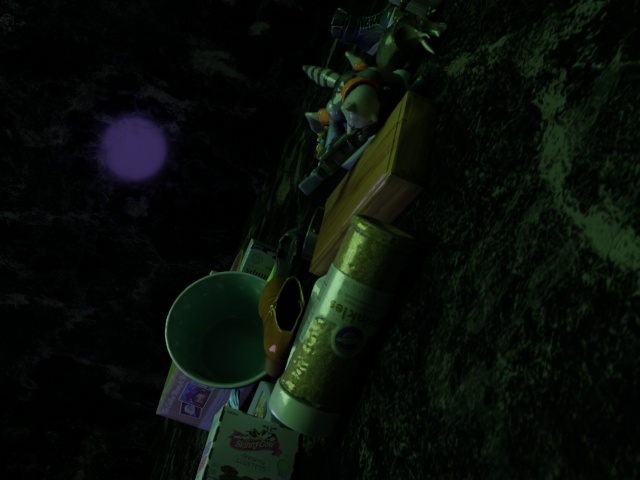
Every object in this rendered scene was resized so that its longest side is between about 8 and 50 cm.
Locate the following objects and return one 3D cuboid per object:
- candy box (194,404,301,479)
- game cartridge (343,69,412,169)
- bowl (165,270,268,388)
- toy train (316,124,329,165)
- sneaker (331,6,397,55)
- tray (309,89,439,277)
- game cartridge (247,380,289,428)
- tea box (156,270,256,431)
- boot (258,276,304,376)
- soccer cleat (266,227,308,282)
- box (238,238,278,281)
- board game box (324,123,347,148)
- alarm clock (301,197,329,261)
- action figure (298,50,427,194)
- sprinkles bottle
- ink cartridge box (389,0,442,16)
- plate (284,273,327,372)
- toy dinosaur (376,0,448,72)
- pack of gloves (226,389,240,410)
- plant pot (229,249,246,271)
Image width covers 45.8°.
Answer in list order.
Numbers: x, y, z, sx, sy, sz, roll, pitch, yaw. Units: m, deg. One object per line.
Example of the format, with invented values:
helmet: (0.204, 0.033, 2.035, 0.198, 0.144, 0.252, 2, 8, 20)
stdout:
candy box: (-0.138, 0.426, 1.394, 0.070, 0.164, 0.196, 127, 161, -51)
game cartridge: (0.121, -0.265, 1.776, 0.198, 0.062, 0.297, -66, 11, -12)
bowl: (-0.224, 0.252, 1.917, 0.163, 0.311, 0.312, 90, -167, -59)
toy train: (0.017, -0.302, 2.364, 0.125, 0.046, 0.166, 79, -168, -59)
sneaker: (0.121, -0.622, 2.167, 0.086, 0.163, 0.226, -70, 13, -19)
tray: (0.096, -0.094, 1.514, 0.411, 0.076, 0.203, 127, 161, -56)
game cartridge: (-0.128, 0.423, 1.652, 0.196, 0.060, 0.294, -63, 11, 3)
tea box: (-0.302, 0.330, 2.209, 0.324, 0.219, 0.329, -79, 15, -47)
boot: (-0.079, 0.145, 1.734, 0.211, 0.104, 0.295, 108, 168, -45)
soccer cleat: (-0.094, 0.100, 2.077, 0.121, 0.093, 0.289, -20, -45, -63)
box: (-0.179, 0.082, 2.341, 0.072, 0.126, 0.137, -130, 62, -76)
board game box: (0.075, -0.373, 2.224, 0.160, 0.039, 0.211, -80, 16, -46)
alarm clock: (0.000, 0.000, 1.792, 0.192, 0.064, 0.129, 106, -175, -54)
action figure: (0.034, -0.273, 1.587, 0.341, 0.178, 0.330, -44, 20, 0)
sprinkles bottle: (0.035, 0.138, 1.231, 0.121, 0.121, 0.356, -119, 51, -76)
ink cartridge box: (0.212, -0.631, 1.615, 0.289, 0.211, 0.122, 141, 149, -69)
plate: (0.000, 0.193, 1.493, 0.277, 0.045, 0.278, 142, 147, -71)
toy dinosaur: (0.173, -0.442, 1.692, 0.160, 0.121, 0.313, -59, 10, -26)
pack of gloves: (-0.245, 0.503, 1.928, 0.232, 0.046, 0.195, -100, 27, -42)
plant pot: (-0.273, 0.161, 2.676, 0.237, 0.109, 0.237, -157, 90, -78)
